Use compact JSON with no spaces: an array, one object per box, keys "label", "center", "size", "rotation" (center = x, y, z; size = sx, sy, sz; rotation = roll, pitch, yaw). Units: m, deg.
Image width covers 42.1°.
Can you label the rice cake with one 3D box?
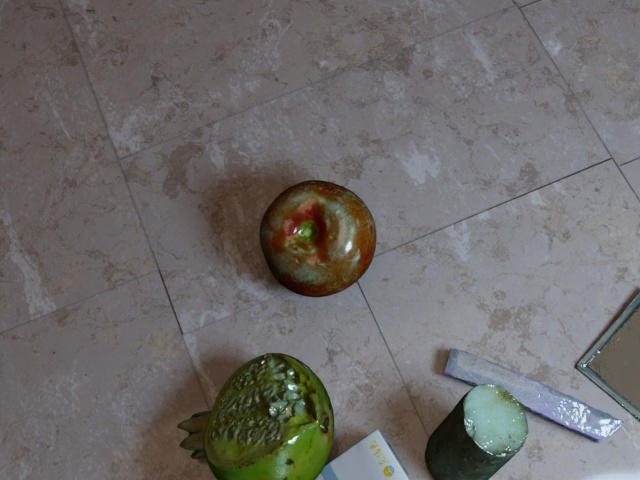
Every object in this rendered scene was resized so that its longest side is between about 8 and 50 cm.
[{"label":"rice cake","center":[0.465,0.345,1.849],"size":[0.399,0.064,0.070],"rotation":[23,81,12]}]

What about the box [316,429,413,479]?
[{"label":"box","center":[0.133,0.590,1.720],"size":[0.200,0.065,0.343],"rotation":[-36,62,5]}]

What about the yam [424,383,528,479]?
[{"label":"yam","center":[0.323,0.414,1.734],"size":[0.161,0.268,0.161],"rotation":[5,57,-7]}]

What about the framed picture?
[{"label":"framed picture","center":[0.735,0.260,1.884],"size":[0.197,0.014,0.252],"rotation":[41,81,17]}]

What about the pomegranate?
[{"label":"pomegranate","center":[-0.123,0.419,1.783],"size":[0.358,0.216,0.310],"rotation":[-17,43,31]}]

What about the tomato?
[{"label":"tomato","center":[0.000,0.000,1.931],"size":[0.270,0.222,0.270],"rotation":[-3,80,19]}]
